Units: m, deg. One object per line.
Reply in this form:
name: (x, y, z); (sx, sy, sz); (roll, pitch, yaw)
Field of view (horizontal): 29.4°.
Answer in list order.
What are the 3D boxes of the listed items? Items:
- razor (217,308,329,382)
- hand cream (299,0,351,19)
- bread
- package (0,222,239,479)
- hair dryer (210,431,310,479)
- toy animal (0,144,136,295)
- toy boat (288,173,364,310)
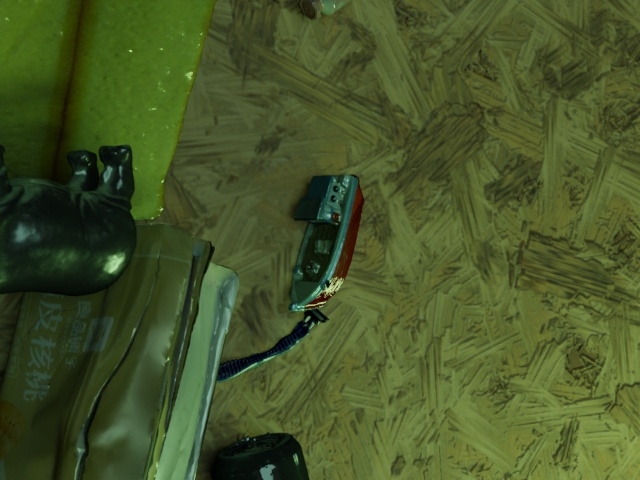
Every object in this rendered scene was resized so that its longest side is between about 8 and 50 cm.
razor: (-0.061, 0.124, 1.369); (0.155, 0.044, 0.028); (-30, 125, -18)
hand cream: (0.059, -0.325, 1.430); (0.210, 0.043, 0.067); (-41, 102, -23)
bread: (-0.227, -0.148, 1.140); (0.233, 0.362, 0.244); (-5, 88, -22)
package: (-0.203, 0.139, 1.191); (0.221, 0.165, 0.311); (14, 76, -8)
hair dryer: (-0.167, 0.337, 1.289); (0.352, 0.107, 0.189); (-14, 94, -16)
toy animal: (-0.318, -0.006, 1.068); (0.343, 0.106, 0.168); (-17, 98, -39)
toy boat: (0.000, 0.000, 1.376); (0.059, 0.069, 0.173); (21, 80, -34)
